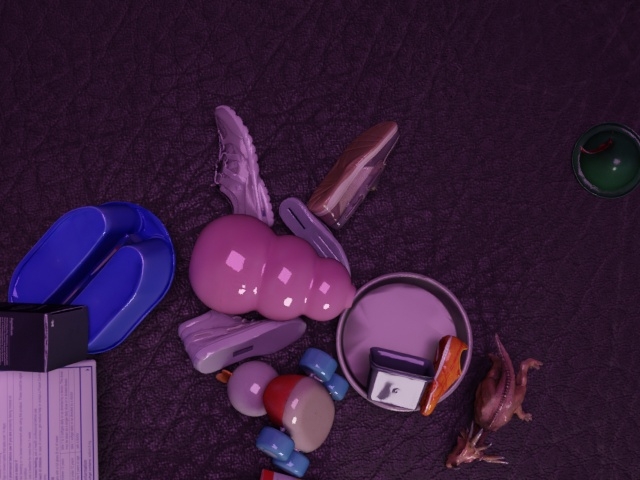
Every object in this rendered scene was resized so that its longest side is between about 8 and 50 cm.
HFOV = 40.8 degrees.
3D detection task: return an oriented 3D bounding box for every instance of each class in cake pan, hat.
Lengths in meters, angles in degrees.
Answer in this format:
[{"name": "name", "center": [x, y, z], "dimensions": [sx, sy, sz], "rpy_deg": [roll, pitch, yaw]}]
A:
[{"name": "cake pan", "center": [0.176, 0.215, 1.838], "dimensions": [0.293, 0.054, 0.293], "rpy_deg": [1, 82, -5]}, {"name": "hat", "center": [0.658, -0.186, 1.873], "dimensions": [0.208, 0.183, 0.173], "rpy_deg": [-42, 88, -9]}]

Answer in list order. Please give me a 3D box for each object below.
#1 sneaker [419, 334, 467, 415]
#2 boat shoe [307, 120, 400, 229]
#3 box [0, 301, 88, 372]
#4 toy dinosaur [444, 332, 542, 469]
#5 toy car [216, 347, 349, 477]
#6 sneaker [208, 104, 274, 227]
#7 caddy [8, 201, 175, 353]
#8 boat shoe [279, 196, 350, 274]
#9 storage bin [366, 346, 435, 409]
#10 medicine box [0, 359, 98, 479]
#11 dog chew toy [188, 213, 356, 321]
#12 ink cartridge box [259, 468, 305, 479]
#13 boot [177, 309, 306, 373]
[{"name": "sneaker", "center": [0.256, 0.283, 1.779], "dimensions": [0.067, 0.064, 0.175], "rpy_deg": [27, 83, -12]}, {"name": "boat shoe", "center": [0.085, -0.142, 1.862], "dimensions": [0.285, 0.103, 0.092], "rpy_deg": [-52, 120, -24]}, {"name": "box", "center": [-0.556, 0.174, 1.585], "dimensions": [0.207, 0.153, 0.108], "rpy_deg": [2, 92, 14]}, {"name": "toy dinosaur", "center": [0.357, 0.343, 1.757], "dimensions": [0.127, 0.295, 0.200], "rpy_deg": [21, 39, 22]}, {"name": "toy car", "center": [-0.102, 0.321, 1.759], "dimensions": [0.238, 0.210, 0.219], "rpy_deg": [19, 66, 26]}, {"name": "sneaker", "center": [-0.187, -0.151, 1.828], "dimensions": [0.115, 0.105, 0.281], "rpy_deg": [-17, 85, -8]}, {"name": "caddy", "center": [-0.451, 0.076, 1.730], "dimensions": [0.241, 0.179, 0.341], "rpy_deg": [46, 99, 10]}, {"name": "boat shoe", "center": [0.000, 0.000, 1.839], "dimensions": [0.083, 0.076, 0.226], "rpy_deg": [-32, 86, 19]}, {"name": "storage bin", "center": [0.154, 0.283, 1.761], "dimensions": [0.135, 0.098, 0.091], "rpy_deg": [14, 109, -4]}, {"name": "medicine box", "center": [-0.584, 0.368, 1.657], "dimensions": [0.289, 0.149, 0.263], "rpy_deg": [1, 82, -25]}, {"name": "dog chew toy", "center": [-0.092, 0.071, 1.740], "dimensions": [0.332, 0.206, 0.206], "rpy_deg": [16, 81, 3]}, {"name": "ink cartridge box", "center": [-0.071, 0.550, 1.732], "dimensions": [0.231, 0.078, 0.134], "rpy_deg": [17, 107, -3]}, {"name": "boot", "center": [-0.165, 0.179, 1.792], "dimensions": [0.258, 0.095, 0.123], "rpy_deg": [-14, 49, -29]}]
